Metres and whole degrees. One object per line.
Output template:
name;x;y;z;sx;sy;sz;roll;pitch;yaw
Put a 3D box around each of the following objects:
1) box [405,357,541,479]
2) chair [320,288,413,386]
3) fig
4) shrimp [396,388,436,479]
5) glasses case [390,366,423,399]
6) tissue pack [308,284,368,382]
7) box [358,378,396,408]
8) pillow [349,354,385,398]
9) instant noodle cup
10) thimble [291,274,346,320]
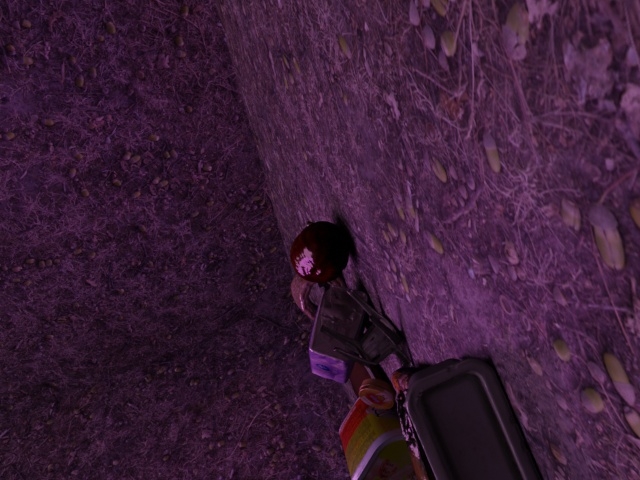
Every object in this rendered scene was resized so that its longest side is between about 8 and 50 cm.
box;0.281;0.380;1.133;0.182;0.175;0.312;90;157;-88
chair;0.146;0.316;1.710;0.274;0.191;0.203;41;-177;-24
fig;0.013;0.010;1.875;0.204;0.186;0.250;108;-174;-47
shrimp;0.272;0.535;1.391;0.272;0.085;0.446;-74;-37;-75
glasses case;0.258;0.389;1.487;0.122;0.082;0.321;57;168;3
tissue pack;0.058;0.321;1.977;0.338;0.160;0.242;86;-159;-64
box;0.161;0.432;1.644;0.106;0.105;0.037;76;-152;-43
pillow;0.191;0.570;2.272;0.305;0.108;0.308;49;163;50
instant noodle cup;0.197;0.609;1.688;0.308;0.293;0.294;-132;22;-74
thimble;0.001;0.209;2.227;0.148;0.195;0.229;-143;33;-70
